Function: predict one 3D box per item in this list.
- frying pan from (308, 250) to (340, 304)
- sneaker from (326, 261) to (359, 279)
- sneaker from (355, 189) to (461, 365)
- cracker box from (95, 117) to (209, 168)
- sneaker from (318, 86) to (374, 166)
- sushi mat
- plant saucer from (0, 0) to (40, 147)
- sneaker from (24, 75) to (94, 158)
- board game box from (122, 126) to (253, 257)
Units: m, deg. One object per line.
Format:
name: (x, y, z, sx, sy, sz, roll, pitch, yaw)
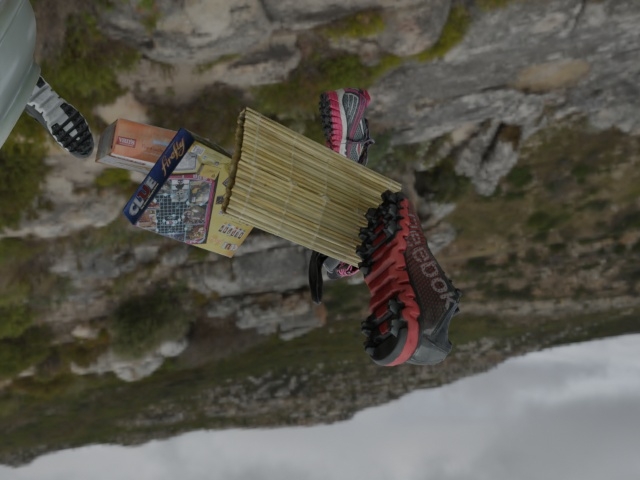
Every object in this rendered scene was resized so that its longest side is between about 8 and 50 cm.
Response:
frying pan: (-0.012, -0.027, 1.301, 0.053, 0.197, 0.326, -22, -172, 8)
sneaker: (0.059, 0.058, 1.692, 0.119, 0.047, 0.057, -32, -156, 30)
sneaker: (0.126, 0.056, 1.093, 0.135, 0.276, 0.097, 19, 140, -26)
cracker box: (-0.306, -0.158, 1.393, 0.156, 0.067, 0.232, 12, 177, -22)
sneaker: (0.073, -0.216, 1.862, 0.112, 0.299, 0.121, -14, -144, -12)
sushi mat: (0.000, -0.060, 1.117, 0.316, 0.151, 0.019, 22, 161, -38)
plant saucer: (-0.516, -0.195, 1.165, 0.100, 0.400, 0.400, 32, 153, -28)
sneaker: (-0.578, -0.273, 1.691, 0.078, 0.234, 0.106, -45, -167, -15)
board game box: (-0.183, -0.070, 1.275, 0.165, 0.042, 0.243, -53, 147, 9)
